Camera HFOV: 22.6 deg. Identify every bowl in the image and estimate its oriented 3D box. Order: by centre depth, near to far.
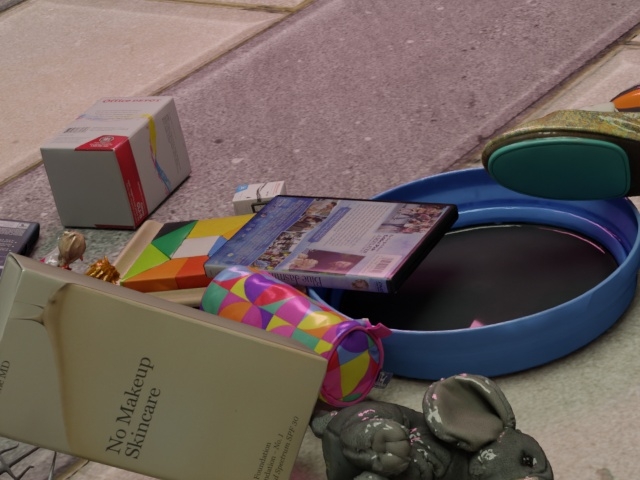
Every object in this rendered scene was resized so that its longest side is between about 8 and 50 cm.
[{"bbox_3d":[0.178,0.033,1.842,0.391,0.077,0.391,-10,27,5],"label":"bowl"}]

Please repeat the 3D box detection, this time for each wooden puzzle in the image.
[{"bbox_3d":[-0.151,0.020,2.039,0.239,0.044,0.221,-1,29,20],"label":"wooden puzzle"}]

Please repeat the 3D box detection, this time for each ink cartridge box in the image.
[{"bbox_3d":[-0.073,-0.057,2.170,0.083,0.028,0.048,-6,28,11],"label":"ink cartridge box"},{"bbox_3d":[-0.285,-0.113,2.256,0.128,0.127,0.176,2,30,27],"label":"ink cartridge box"}]

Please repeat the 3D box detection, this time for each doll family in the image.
[{"bbox_3d":[-0.317,0.085,1.882,0.163,0.118,0.263,-39,9,23],"label":"doll family"}]

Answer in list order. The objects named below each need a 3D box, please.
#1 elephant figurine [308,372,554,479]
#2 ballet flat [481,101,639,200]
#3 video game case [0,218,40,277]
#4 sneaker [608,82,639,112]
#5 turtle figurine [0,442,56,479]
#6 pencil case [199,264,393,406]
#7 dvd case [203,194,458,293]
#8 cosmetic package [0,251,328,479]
[{"bbox_3d":[0.133,0.212,1.470,0.239,0.186,0.169,-7,-18,-13],"label":"elephant figurine"},{"bbox_3d":[0.362,-0.109,1.817,0.348,0.123,0.123,2,30,13],"label":"ballet flat"},{"bbox_3d":[-0.497,0.021,2.108,0.196,0.026,0.274,6,21,2],"label":"video game case"},{"bbox_3d":[0.453,-0.107,1.946,0.321,0.124,0.180,15,36,41],"label":"sneaker"},{"bbox_3d":[-0.281,0.289,1.497,0.234,0.118,0.175,-48,24,-25],"label":"turtle figurine"},{"bbox_3d":[-0.029,0.100,1.730,0.104,0.104,0.236,-30,35,-31],"label":"pencil case"},{"bbox_3d":[0.013,0.000,1.866,0.253,0.022,0.180,4,30,31],"label":"dvd case"},{"bbox_3d":[-0.168,0.135,1.522,0.309,0.160,0.113,17,2,-20],"label":"cosmetic package"}]
